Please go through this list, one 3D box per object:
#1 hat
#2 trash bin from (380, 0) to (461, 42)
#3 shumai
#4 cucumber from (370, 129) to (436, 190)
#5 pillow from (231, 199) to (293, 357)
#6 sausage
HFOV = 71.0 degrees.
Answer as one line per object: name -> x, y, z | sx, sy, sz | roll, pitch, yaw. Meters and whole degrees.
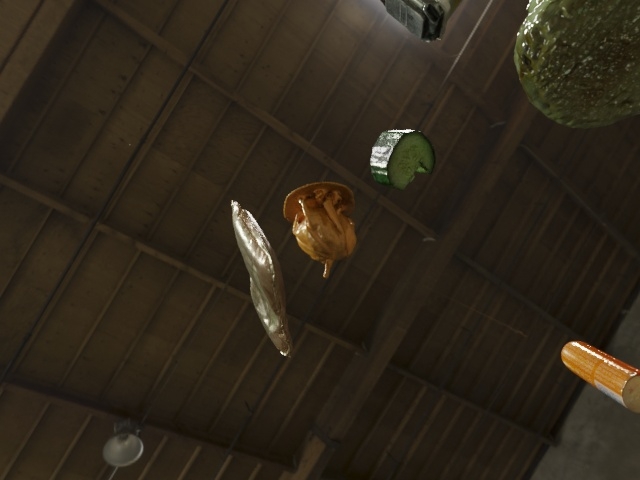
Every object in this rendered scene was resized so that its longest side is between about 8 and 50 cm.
hat -> 0.000, 0.000, 1.260 | 0.233, 0.244, 0.233 | 32, -133, -50
trash bin -> 0.361, -0.857, 1.381 | 0.296, 0.256, 0.368 | 42, -81, 8
shumai -> 0.640, -0.493, 1.068 | 0.397, 0.324, 0.323 | 26, -131, -21
cucumber -> 0.255, -0.263, 1.428 | 0.191, 0.130, 0.191 | -5, -78, -26
pillow -> -0.073, 0.058, 0.581 | 0.034, 0.135, 0.211 | -24, -42, -19
sausage -> 0.717, 0.331, 1.155 | 0.093, 0.312, 0.093 | 0, -86, 0
